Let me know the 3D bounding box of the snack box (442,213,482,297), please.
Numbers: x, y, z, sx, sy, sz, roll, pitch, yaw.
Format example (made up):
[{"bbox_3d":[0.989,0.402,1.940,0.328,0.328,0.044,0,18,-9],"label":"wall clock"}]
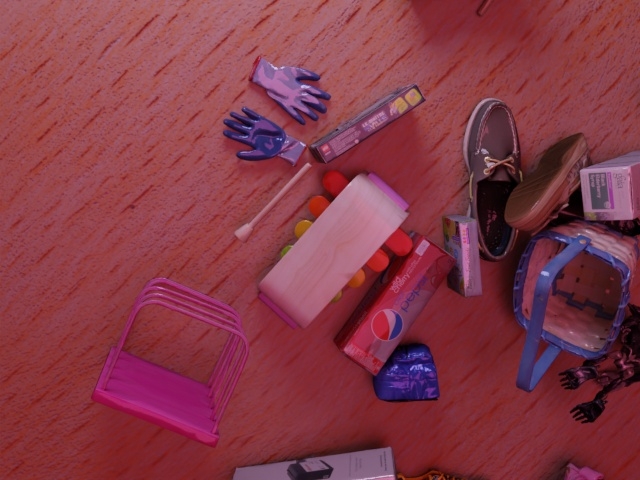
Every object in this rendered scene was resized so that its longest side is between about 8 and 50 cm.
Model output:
[{"bbox_3d":[0.263,0.027,1.493,0.037,0.100,0.141,-8,99,-8],"label":"snack box"}]

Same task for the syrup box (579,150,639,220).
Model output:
[{"bbox_3d":[0.570,-0.105,1.463,0.237,0.096,0.093,-18,103,-43],"label":"syrup box"}]

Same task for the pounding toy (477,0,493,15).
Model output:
[{"bbox_3d":[0.267,-0.470,1.398,0.270,0.154,0.154,-21,100,-5],"label":"pounding toy"}]

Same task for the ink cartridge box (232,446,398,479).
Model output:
[{"bbox_3d":[0.001,0.528,1.482,0.308,0.129,0.223,-9,99,4],"label":"ink cartridge box"}]

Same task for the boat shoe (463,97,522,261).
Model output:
[{"bbox_3d":[0.325,-0.111,1.488,0.109,0.091,0.304,1,98,-9],"label":"boat shoe"}]

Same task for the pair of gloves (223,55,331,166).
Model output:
[{"bbox_3d":[-0.080,-0.226,1.448,0.159,0.023,0.198,26,93,-9],"label":"pair of gloves"}]

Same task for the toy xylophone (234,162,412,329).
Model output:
[{"bbox_3d":[0.000,0.000,1.435,0.323,0.081,0.236,-40,90,9],"label":"toy xylophone"}]

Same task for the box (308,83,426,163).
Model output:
[{"bbox_3d":[0.079,-0.206,1.427,0.207,0.114,0.036,-33,101,-2],"label":"box"}]

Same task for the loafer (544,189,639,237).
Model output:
[{"bbox_3d":[0.519,-0.050,1.532,0.220,0.078,0.080,10,96,-10],"label":"loafer"}]

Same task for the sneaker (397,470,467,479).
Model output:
[{"bbox_3d":[0.241,0.490,1.566,0.215,0.084,0.083,-5,94,-7],"label":"sneaker"}]

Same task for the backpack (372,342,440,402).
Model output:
[{"bbox_3d":[0.157,0.249,1.513,0.120,0.098,0.101,-8,95,5],"label":"backpack"}]

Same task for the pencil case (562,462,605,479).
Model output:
[{"bbox_3d":[0.449,0.621,1.578,0.160,0.167,0.386,39,91,21],"label":"pencil case"}]

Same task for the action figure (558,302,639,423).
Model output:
[{"bbox_3d":[0.568,0.226,1.553,0.276,0.141,0.164,-30,93,-30],"label":"action figure"}]

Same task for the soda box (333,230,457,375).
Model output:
[{"bbox_3d":[0.136,0.114,1.490,0.083,0.092,0.263,35,91,-12],"label":"soda box"}]

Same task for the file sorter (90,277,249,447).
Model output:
[{"bbox_3d":[-0.238,0.183,1.348,0.202,0.291,0.182,24,91,-11],"label":"file sorter"}]

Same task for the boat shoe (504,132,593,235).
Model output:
[{"bbox_3d":[0.425,-0.093,1.443,0.285,0.105,0.089,-44,105,-36],"label":"boat shoe"}]

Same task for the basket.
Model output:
[{"bbox_3d":[0.436,0.107,1.426,0.201,0.289,0.254,22,126,26],"label":"basket"}]
